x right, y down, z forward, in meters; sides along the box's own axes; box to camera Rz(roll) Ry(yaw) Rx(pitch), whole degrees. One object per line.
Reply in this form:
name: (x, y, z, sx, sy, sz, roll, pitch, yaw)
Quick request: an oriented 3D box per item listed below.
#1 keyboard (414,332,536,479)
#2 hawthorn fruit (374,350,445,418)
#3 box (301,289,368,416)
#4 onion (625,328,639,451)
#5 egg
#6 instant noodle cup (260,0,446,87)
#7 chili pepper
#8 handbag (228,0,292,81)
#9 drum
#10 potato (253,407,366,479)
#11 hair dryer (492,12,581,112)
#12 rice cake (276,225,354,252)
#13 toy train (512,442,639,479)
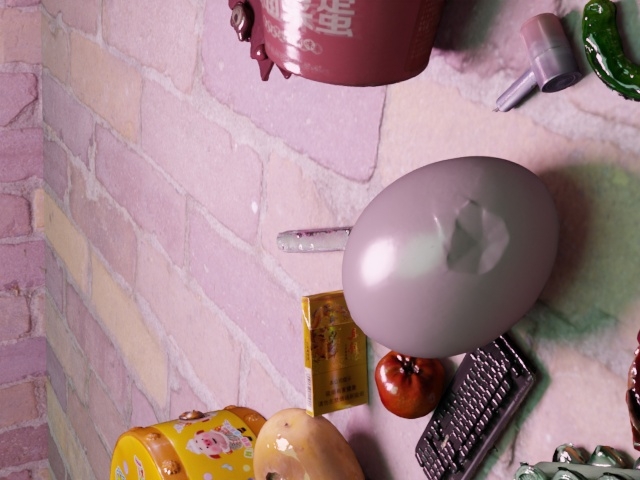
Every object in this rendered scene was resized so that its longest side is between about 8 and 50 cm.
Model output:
keyboard: (0.160, 0.192, 0.845, 0.094, 0.025, 0.230, 57, 140, 40)
hawthorn fruit: (0.102, 0.167, 0.894, 0.081, 0.081, 0.093, 57, 166, 36)
box: (0.019, 0.142, 1.004, 0.022, 0.089, 0.156, 11, 103, 57)
onion: (0.290, 0.132, 0.462, 0.272, 0.195, 0.272, 25, 123, 46)
egg: (0.120, 0.015, 0.729, 0.232, 0.176, 0.176, -38, 64, 49)
instant noodle cup: (0.035, -0.273, 0.783, 0.235, 0.234, 0.178, 48, 144, 43)
chili pepper: (0.243, -0.144, 0.635, 0.055, 0.035, 0.118, 98, 153, -54)
handbag: (-0.064, -0.354, 1.057, 0.216, 0.074, 0.203, -53, 52, 49)
drum: (-0.191, 0.495, 1.297, 0.431, 0.214, 0.431, 19, 112, 57)
potato: (-0.008, 0.334, 1.029, 0.150, 0.146, 0.234, -19, 83, 14)
hair dryer: (0.189, -0.152, 0.725, 0.114, 0.037, 0.063, 132, 126, -60)
rice cake: (0.001, -0.001, 1.058, 0.207, 0.033, 0.033, -3, 96, 58)
toy train: (0.244, 0.243, 0.676, 0.176, 0.074, 0.118, -20, 82, 56)
